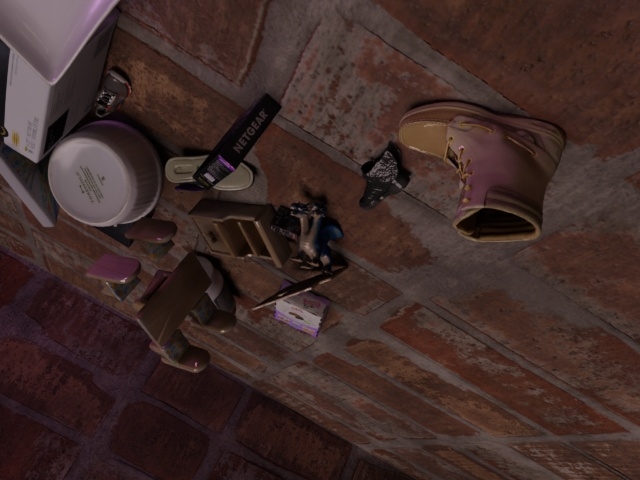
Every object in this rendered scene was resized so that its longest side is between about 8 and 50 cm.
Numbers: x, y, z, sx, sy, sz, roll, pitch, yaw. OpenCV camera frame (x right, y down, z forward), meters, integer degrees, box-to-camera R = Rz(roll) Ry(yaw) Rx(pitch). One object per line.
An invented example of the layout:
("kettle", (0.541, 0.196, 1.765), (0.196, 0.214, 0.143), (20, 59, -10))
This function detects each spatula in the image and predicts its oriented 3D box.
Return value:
("spatula", (-0.403, -0.177, 1.423), (0.296, 0.084, 0.030), (24, 122, 22))

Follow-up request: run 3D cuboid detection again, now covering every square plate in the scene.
("square plate", (-0.429, -0.470, 0.793), (0.347, 0.049, 0.344), (-35, 107, 26))

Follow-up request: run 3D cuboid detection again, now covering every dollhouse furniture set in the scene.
("dollhouse furniture set", (-0.292, 0.090, 1.384), (0.256, 0.394, 0.362), (7, 138, 32))

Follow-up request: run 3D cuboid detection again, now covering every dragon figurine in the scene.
("dragon figurine", (0.000, 0.000, 1.325), (0.085, 0.144, 0.289), (11, 167, 25))

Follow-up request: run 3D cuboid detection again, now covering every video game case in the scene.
("video game case", (-0.712, -0.245, 1.342), (0.036, 0.300, 0.329), (-3, 149, -2))

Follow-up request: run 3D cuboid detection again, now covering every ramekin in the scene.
("ramekin", (-0.540, -0.158, 1.345), (0.272, 0.127, 0.273), (3, 108, 8))

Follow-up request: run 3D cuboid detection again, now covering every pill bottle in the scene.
("pill bottle", (-0.404, 0.184, 1.904), (0.161, 0.161, 0.283), (17, 150, 19))

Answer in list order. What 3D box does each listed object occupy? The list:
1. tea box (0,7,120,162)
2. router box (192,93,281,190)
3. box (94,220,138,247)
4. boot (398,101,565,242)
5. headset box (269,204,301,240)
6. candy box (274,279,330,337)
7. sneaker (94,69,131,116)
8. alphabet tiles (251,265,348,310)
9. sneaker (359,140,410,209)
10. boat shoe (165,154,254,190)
("tea box", (-0.616, -0.386, 1.055), (0.323, 0.220, 0.329), (35, 144, -15))
("router box", (-0.163, -0.190, 1.055), (0.046, 0.179, 0.133), (41, 149, -19))
("box", (-0.586, -0.112, 1.591), (0.165, 0.143, 0.270), (33, 152, -8))
("boot", (0.221, -0.105, 0.832), (0.261, 0.203, 0.095), (16, 149, 19))
("headset box", (-0.075, -0.042, 1.347), (0.083, 0.062, 0.032), (22, 152, 9))
("candy box", (-0.064, 0.226, 1.771), (0.164, 0.070, 0.196), (25, 152, 7))
("sneaker", (-0.477, -0.323, 1.230), (0.061, 0.065, 0.158), (35, 151, -14))
("alphabet tiles", (-0.045, 0.123, 1.468), (0.237, 0.198, 0.009), (-22, 93, 28))
("sneaker", (0.110, -0.123, 1.069), (0.089, 0.051, 0.170), (38, 146, -18))
("boat shoe", (-0.258, -0.165, 1.313), (0.233, 0.084, 0.079), (8, -177, 20))
